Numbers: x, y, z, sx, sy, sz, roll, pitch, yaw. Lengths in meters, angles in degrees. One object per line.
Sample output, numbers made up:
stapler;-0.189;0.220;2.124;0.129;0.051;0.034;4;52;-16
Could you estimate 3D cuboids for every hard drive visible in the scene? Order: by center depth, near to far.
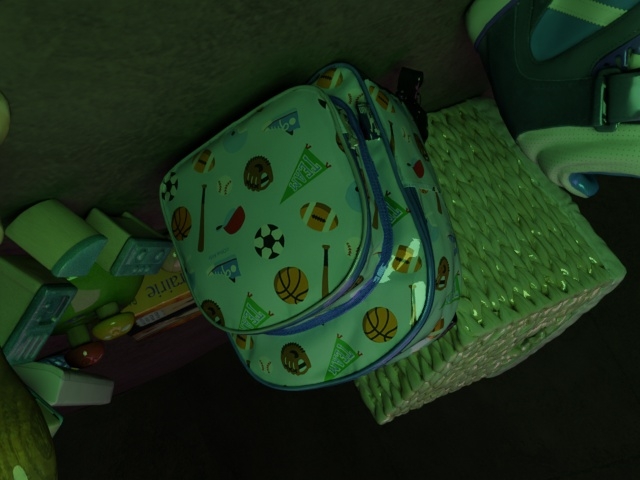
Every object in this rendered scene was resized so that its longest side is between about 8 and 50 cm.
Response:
hard drive;-0.402;0.170;0.766;0.232;0.047;0.353;9;164;-8

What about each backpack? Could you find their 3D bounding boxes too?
backpack;0.000;0.000;0.575;0.276;0.264;0.213;-30;170;28

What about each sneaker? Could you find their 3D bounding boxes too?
sneaker;0.277;-0.167;0.477;0.130;0.236;0.322;-19;169;-39
sneaker;-0.574;0.278;1.248;0.188;0.067;0.078;-28;-168;4

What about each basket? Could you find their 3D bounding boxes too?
basket;0.159;0.031;0.881;0.266;0.331;0.328;-15;153;-28

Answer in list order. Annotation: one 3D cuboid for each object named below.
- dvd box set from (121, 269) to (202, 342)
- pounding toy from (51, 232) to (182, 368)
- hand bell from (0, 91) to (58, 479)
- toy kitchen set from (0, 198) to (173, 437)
dvd box set;-0.158;0.058;1.115;0.420;0.062;0.307;-24;171;-16
pounding toy;-0.274;0.089;0.808;0.236;0.110;0.183;-21;170;-26
hand bell;-0.194;0.043;0.339;0.126;0.242;0.126;-26;171;-5
toy kitchen set;-0.232;0.083;0.588;0.207;0.122;0.166;-56;167;7
